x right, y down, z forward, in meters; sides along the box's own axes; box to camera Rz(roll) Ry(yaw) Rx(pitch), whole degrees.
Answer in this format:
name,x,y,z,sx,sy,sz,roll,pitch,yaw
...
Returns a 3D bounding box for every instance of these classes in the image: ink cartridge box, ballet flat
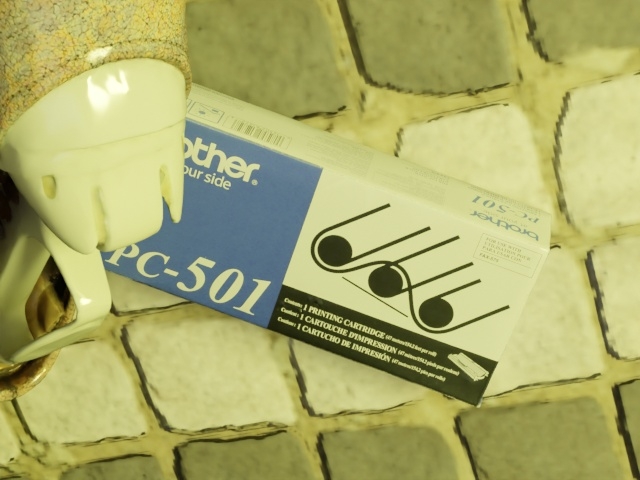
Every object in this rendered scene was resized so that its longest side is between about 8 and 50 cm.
name,x,y,z,sx,sy,sz,roll,pitch,yaw
ink cartridge box,0.000,0.000,0.680,0.207,0.046,0.097,20,118,1
ballet flat,-0.113,-0.024,0.609,0.106,0.108,0.316,60,144,20
